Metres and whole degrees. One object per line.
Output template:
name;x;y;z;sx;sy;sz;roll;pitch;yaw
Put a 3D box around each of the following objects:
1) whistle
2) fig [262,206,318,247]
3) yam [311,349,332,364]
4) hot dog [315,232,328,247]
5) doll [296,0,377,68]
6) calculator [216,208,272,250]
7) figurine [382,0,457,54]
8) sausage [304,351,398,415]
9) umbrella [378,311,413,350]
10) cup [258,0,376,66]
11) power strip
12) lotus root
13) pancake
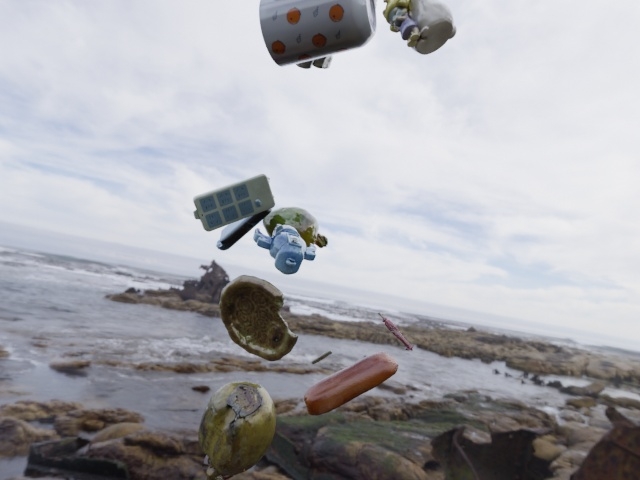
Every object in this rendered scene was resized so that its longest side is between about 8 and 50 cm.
whistle;-0.091;0.013;1.092;0.180;0.093;0.269;16;13;-13
fig;-0.116;-0.052;1.683;0.230;0.207;0.207;49;6;20
yam;0.006;0.524;1.818;0.116;0.021;0.021;-35;-28;20
hot dog;0.000;0.000;1.809;0.041;0.056;0.133;17;-15;28
doll;0.072;-0.794;1.500;0.423;0.161;0.348;-37;2;17
calculator;-0.292;-0.071;1.572;0.051;0.293;0.173;48;5;-19
figurine;0.235;-0.604;1.057;0.155;0.235;0.127;-23;-21;-9
sausage;0.088;0.416;1.188;0.300;0.083;0.089;-28;17;-4
umbrella;0.253;0.307;1.370;0.027;0.165;0.025;-25;-27;-40
cup;0.001;-0.673;1.238;0.318;0.212;0.212;-2;-12;21
power strip;-0.270;-0.124;1.291;0.271;0.117;0.046;-23;19;-20
lotus root;-0.182;0.415;0.862;0.154;0.277;0.154;17;25;-8
pancake;-0.156;0.194;0.987;0.212;0.235;0.029;-20;10;29
